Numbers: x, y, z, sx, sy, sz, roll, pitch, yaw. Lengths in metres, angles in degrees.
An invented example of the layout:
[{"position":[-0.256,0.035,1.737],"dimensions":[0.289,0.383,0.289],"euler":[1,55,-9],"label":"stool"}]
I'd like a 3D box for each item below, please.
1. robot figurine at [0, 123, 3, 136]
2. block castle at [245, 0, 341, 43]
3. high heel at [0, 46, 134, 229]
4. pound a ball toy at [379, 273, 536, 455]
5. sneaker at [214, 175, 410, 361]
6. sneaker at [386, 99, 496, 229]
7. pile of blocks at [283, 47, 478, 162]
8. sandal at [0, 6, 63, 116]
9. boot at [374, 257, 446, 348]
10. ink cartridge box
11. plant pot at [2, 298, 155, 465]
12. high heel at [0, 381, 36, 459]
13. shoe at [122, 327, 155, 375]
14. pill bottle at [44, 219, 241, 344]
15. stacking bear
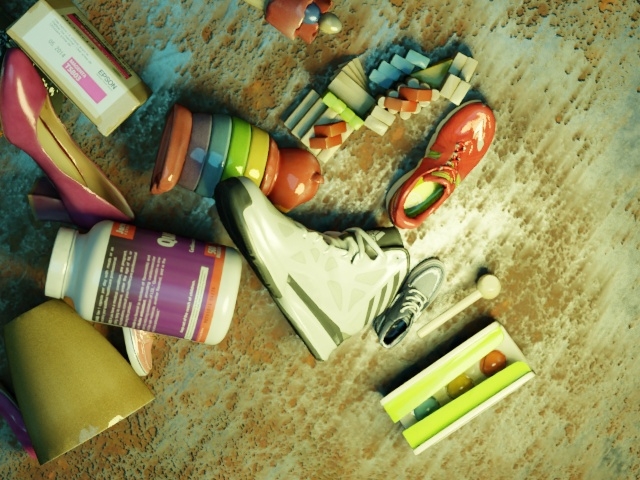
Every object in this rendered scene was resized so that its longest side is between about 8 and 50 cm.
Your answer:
[{"position":[-0.684,-0.271,1.810],"dimensions":[0.211,0.085,0.291],"euler":[-27,106,35],"label":"robot figurine"},{"position":[0.005,-0.466,1.626],"dimensions":[0.213,0.453,0.303],"euler":[30,100,-2],"label":"block castle"},{"position":[-0.432,-0.172,1.794],"dimensions":[0.181,0.127,0.377],"euler":[2,139,4],"label":"high heel"},{"position":[0.260,0.234,1.988],"dimensions":[0.319,0.136,0.208],"euler":[-36,77,7],"label":"pound a ball toy"},{"position":[0.000,0.000,1.852],"dimensions":[0.257,0.169,0.447],"euler":[-35,133,-5],"label":"sneaker"},{"position":[0.229,-0.126,1.885],"dimensions":[0.107,0.118,0.279],"euler":[34,100,-11],"label":"sneaker"},{"position":[0.108,-0.260,1.850],"dimensions":[0.362,0.112,0.149],"euler":[-25,104,3],"label":"pile of blocks"},{"position":[-0.555,-0.328,1.817],"dimensions":[0.120,0.086,0.302],"euler":[-36,115,-12],"label":"sandal"},{"position":[0.175,0.122,1.961],"dimensions":[0.069,0.086,0.190],"euler":[35,100,-10],"label":"boot"},{"position":[-0.403,-0.302,1.777],"dimensions":[0.088,0.193,0.234],"euler":[-40,103,7],"label":"ink cartridge box"},{"position":[-0.469,0.242,1.913],"dimensions":[0.237,0.237,0.254],"euler":[-31,87,5],"label":"plant pot"},{"position":[-0.623,0.325,1.983],"dimensions":[0.244,0.082,0.117],"euler":[26,91,-22],"label":"high heel"},{"position":[-0.325,0.166,1.962],"dimensions":[0.081,0.063,0.178],"euler":[-11,99,5],"label":"shoe"},{"position":[-0.311,0.069,1.841],"dimensions":[0.323,0.181,0.181],"euler":[13,103,-10],"label":"pill bottle"},{"position":[-0.139,-0.132,1.854],"dimensions":[0.289,0.175,0.164],"euler":[13,86,-15],"label":"stacking bear"}]
